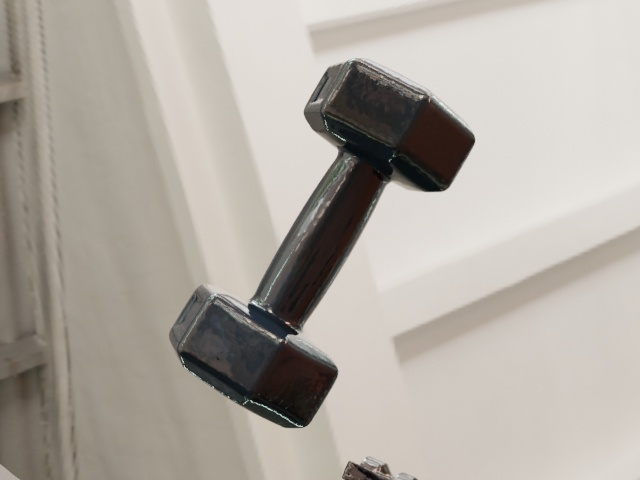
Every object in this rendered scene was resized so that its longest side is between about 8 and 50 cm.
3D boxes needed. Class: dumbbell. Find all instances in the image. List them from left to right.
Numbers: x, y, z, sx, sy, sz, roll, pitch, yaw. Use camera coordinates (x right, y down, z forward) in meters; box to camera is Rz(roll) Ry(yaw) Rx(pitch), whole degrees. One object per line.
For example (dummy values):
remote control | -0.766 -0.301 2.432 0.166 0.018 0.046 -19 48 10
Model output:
dumbbell | 0.000 0.000 1.069 0.160 0.144 0.325 34 -95 -45

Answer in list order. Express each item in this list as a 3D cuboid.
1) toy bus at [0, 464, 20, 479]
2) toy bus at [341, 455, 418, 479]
toy bus | -0.285 0.264 0.842 0.171 0.386 0.162 40 -97 -4
toy bus | 0.104 0.371 1.383 0.179 0.143 0.305 -65 -24 -8
